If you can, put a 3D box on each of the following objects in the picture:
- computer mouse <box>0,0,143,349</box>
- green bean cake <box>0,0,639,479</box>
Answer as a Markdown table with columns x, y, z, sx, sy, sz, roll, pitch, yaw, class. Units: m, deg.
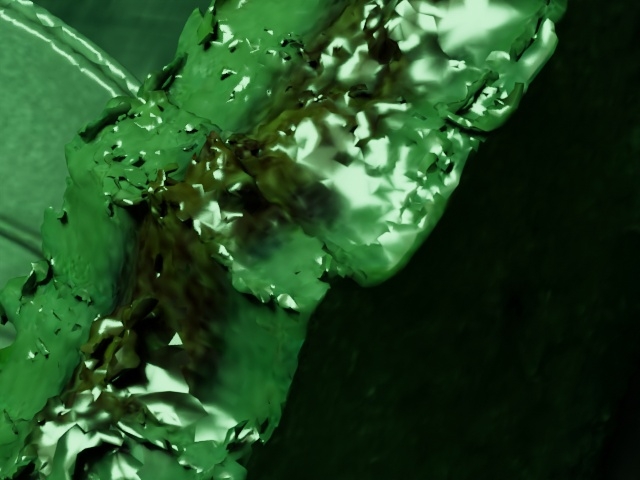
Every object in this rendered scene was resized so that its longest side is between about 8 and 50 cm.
| x | y | z | sx | sy | sz | roll | pitch | yaw | class |
| --- | --- | --- | --- | --- | --- | --- | --- | --- | --- |
| -0.204 | -0.006 | 0.614 | 0.374 | 0.114 | 0.203 | 12 | 61 | 23 | computer mouse |
| 0.000 | 0.000 | 0.465 | 0.107 | 0.193 | 0.208 | 33 | 113 | 39 | green bean cake |
